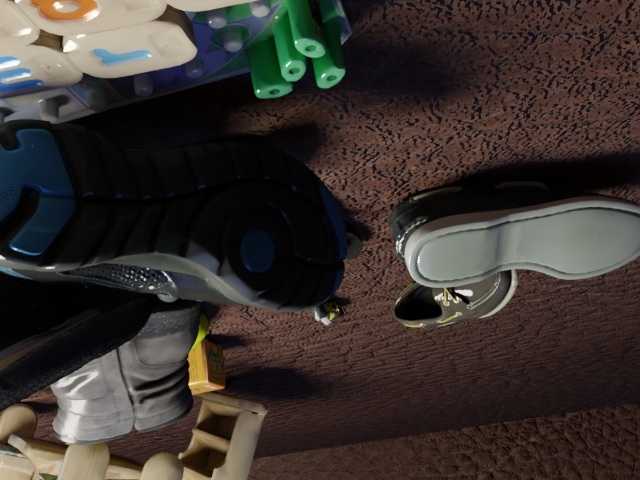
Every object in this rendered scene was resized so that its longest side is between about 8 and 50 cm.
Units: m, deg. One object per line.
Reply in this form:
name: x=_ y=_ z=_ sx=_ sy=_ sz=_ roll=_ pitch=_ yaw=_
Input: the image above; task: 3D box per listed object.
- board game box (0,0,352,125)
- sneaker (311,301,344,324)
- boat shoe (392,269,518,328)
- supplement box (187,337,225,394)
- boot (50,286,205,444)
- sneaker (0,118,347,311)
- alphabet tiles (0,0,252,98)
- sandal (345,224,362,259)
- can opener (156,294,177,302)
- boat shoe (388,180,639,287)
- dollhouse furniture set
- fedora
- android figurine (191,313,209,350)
board game box: x=-0.205 y=-0.148 z=0.482 sx=0.389 sy=0.050 sz=0.390 roll=-13 pitch=159 yaw=10
sneaker: x=0.009 y=0.098 z=1.264 sx=0.035 sy=0.031 sz=0.083 roll=-27 pitch=160 yaw=9
boat shoe: x=0.180 y=0.074 z=1.190 sx=0.068 sy=0.081 sz=0.227 roll=-3 pitch=162 yaw=-27
supplement box: x=-0.272 y=0.217 z=1.381 sx=0.233 sy=0.080 sz=0.078 roll=-16 pitch=160 yaw=13
boot: x=-0.300 y=0.153 z=1.007 sx=0.338 sy=0.118 sz=0.223 roll=1 pitch=126 yaw=-20
sneaker: x=-0.125 y=-0.018 z=0.669 sx=0.340 sy=0.125 sz=0.139 roll=14 pitch=168 yaw=-39
alphabet tiles: x=-0.158 y=-0.135 z=0.389 sx=0.277 sy=0.021 sz=0.284 roll=-10 pitch=167 yaw=6
sandal: x=0.000 y=0.000 z=0.974 sx=0.067 sy=0.040 sz=0.179 roll=-15 pitch=159 yaw=15
can opener: x=-0.109 y=0.007 z=0.866 sx=0.076 sy=0.095 sz=0.283 roll=0 pitch=151 yaw=-21
boat shoe: x=0.225 y=-0.020 z=0.959 sx=0.302 sy=0.091 sz=0.114 roll=-1 pitch=125 yaw=-18
dollhouse furniture set: x=-0.323 y=0.357 z=1.510 sx=0.394 sy=0.257 sz=0.362 roll=22 pitch=166 yaw=-32
fedora: x=-0.312 y=0.080 z=0.749 sx=0.334 sy=0.153 sz=0.334 roll=-27 pitch=-179 yaw=0
android figurine: x=-0.278 y=0.134 z=1.188 sx=0.248 sy=0.056 sz=0.273 roll=-2 pitch=159 yaw=-19
